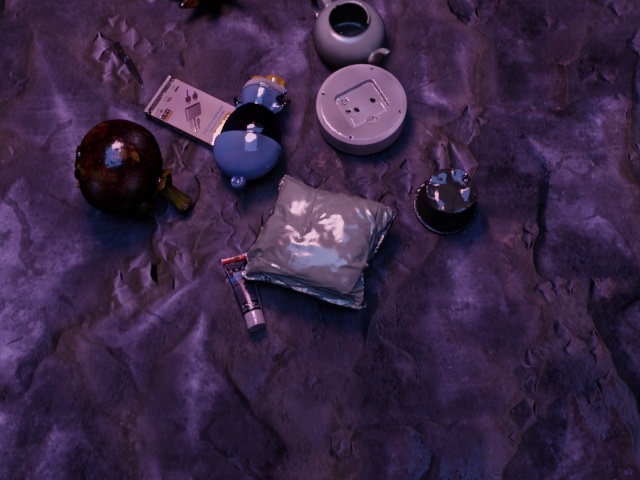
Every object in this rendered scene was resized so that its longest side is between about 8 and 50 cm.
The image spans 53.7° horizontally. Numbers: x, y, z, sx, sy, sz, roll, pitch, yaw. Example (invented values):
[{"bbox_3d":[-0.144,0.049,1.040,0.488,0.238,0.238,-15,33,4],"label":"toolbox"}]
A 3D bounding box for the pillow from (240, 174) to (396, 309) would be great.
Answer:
[{"bbox_3d":[0.000,0.000,1.477,0.310,0.138,0.283,15,73,11],"label":"pillow"}]

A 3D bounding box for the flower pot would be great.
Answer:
[{"bbox_3d":[0.307,-0.101,1.513,0.157,0.107,0.157,0,73,1],"label":"flower pot"}]

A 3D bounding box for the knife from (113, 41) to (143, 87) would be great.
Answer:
[{"bbox_3d":[-0.522,-0.482,1.727,0.023,0.010,0.170,-32,75,-1],"label":"knife"}]

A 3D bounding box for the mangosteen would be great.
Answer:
[{"bbox_3d":[-0.446,-0.162,1.531,0.289,0.231,0.231,20,71,-25],"label":"mangosteen"}]

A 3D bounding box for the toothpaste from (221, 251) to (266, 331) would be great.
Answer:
[{"bbox_3d":[-0.174,0.119,1.500,0.071,0.045,0.193,-17,66,-11],"label":"toothpaste"}]

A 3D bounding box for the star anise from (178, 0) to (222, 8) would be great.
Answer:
[{"bbox_3d":[-0.288,-0.709,1.748,0.272,0.102,0.272,-12,49,14],"label":"star anise"}]

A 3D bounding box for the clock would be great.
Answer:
[{"bbox_3d":[0.104,-0.332,1.610,0.230,0.083,0.230,-1,75,3],"label":"clock"}]

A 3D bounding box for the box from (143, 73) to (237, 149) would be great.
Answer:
[{"bbox_3d":[-0.326,-0.332,1.656,0.247,0.033,0.129,26,75,11],"label":"box"}]

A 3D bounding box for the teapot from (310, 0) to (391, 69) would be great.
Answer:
[{"bbox_3d":[0.074,-0.546,1.655,0.193,0.129,0.294,-40,75,-11],"label":"teapot"}]

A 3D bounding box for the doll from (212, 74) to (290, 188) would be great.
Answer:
[{"bbox_3d":[-0.167,-0.268,1.572,0.177,0.141,0.314,5,67,24],"label":"doll"}]
